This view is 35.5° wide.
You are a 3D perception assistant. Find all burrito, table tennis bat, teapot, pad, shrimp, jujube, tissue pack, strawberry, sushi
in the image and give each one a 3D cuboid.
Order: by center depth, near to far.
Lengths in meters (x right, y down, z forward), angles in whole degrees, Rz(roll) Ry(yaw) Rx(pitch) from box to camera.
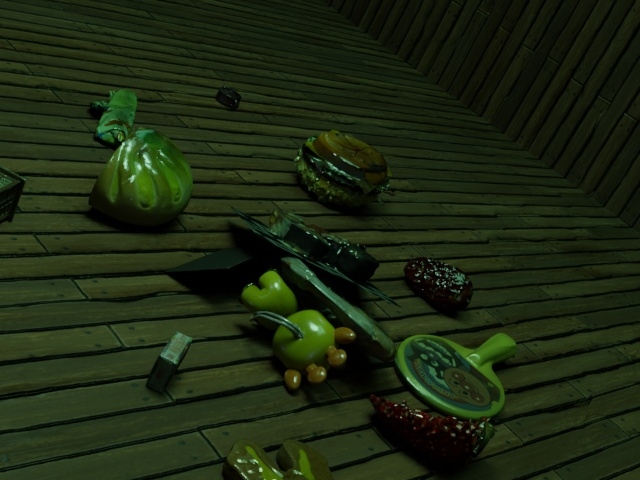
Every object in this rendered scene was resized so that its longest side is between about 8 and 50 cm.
[{"bbox_3d":[-0.229,0.182,1.513,0.035,0.063,0.083,30,22,-1],"label":"tissue pack"},{"bbox_3d":[0.185,0.320,1.676,0.208,0.087,0.167,10,-6,24],"label":"strawberry"},{"bbox_3d":[0.004,0.101,1.819,0.360,0.085,0.247,39,-5,40],"label":"shrimp"},{"bbox_3d":[-0.174,0.032,1.854,0.143,0.003,0.211,-4,9,28],"label":"pad"},{"bbox_3d":[0.286,0.247,1.949,0.224,0.054,0.369,40,30,25],"label":"table tennis bat"},{"bbox_3d":[0.000,0.000,1.957,0.320,0.068,0.339,27,4,-17],"label":"sushi"},{"bbox_3d":[0.254,0.092,2.190,0.166,0.104,0.104,23,20,24],"label":"jujube"},{"bbox_3d":[-0.468,-0.283,2.240,0.104,0.054,0.288,20,26,-13],"label":"burrito"},{"bbox_3d":[-0.244,-0.390,2.703,0.068,0.045,0.100,8,29,-35],"label":"teapot"}]

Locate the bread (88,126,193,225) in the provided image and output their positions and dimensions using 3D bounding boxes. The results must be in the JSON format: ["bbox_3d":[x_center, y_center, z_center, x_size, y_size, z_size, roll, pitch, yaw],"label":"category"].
[{"bbox_3d":[-0.321,-0.116,1.924,0.156,0.158,0.260,30,25,-3],"label":"bread"}]

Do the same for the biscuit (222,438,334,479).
[{"bbox_3d":[-0.018,0.377,1.366,0.186,0.044,0.295,5,31,-38],"label":"biscuit"}]

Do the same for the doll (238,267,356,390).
[{"bbox_3d":[-0.037,0.155,1.698,0.221,0.143,0.135,48,-8,41],"label":"doll"}]

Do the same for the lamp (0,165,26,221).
[{"bbox_3d":[-0.585,-0.037,1.557,0.089,0.090,0.325,28,22,4],"label":"lamp"}]

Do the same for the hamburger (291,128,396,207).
[{"bbox_3d":[0.058,-0.165,2.441,0.262,0.138,0.243,33,26,15],"label":"hamburger"}]
